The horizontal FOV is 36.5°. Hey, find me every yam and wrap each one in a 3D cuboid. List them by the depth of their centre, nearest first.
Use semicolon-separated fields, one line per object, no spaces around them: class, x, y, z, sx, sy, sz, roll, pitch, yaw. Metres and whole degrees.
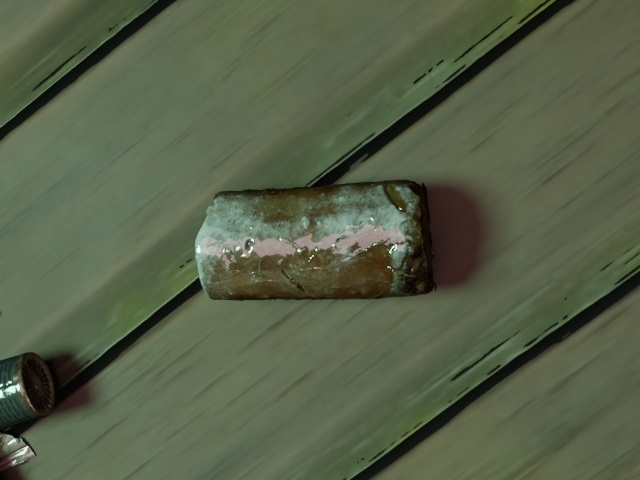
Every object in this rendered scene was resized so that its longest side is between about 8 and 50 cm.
yam;0.000;0.000;0.604;0.141;0.079;0.079;-2;92;8

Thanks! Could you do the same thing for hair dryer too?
hair dryer;-0.242;0.189;0.654;0.173;0.050;0.195;-16;96;10

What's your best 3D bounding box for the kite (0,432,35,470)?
kite;-0.259;0.118;0.674;0.139;0.011;0.157;23;96;2
